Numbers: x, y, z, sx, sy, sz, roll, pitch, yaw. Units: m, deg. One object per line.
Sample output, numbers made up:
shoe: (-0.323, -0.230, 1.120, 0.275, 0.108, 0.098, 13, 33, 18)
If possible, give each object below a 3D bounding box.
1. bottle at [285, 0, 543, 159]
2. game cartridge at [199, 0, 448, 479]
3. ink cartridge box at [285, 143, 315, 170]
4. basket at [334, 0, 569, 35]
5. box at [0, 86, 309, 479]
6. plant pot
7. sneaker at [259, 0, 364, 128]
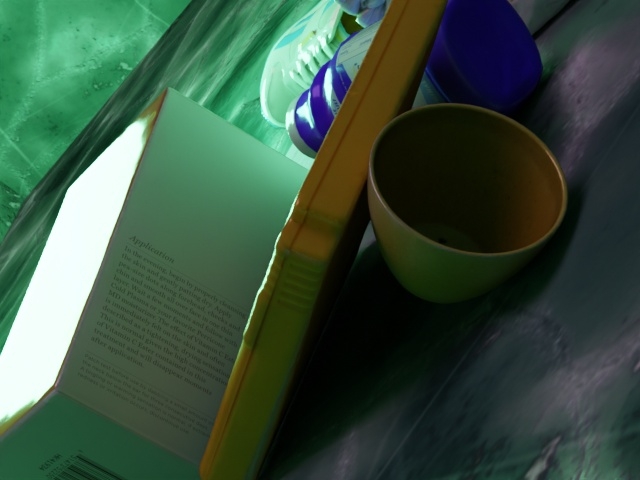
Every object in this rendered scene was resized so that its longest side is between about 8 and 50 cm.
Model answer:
bottle: (0.065, -0.129, 1.561, 0.092, 0.118, 0.283, -41, 12, -30)
game cartridge: (0.000, 0.000, 1.407, 0.323, 0.053, 0.285, 107, -174, -49)
ink cartridge box: (0.034, -0.106, 1.806, 0.223, 0.045, 0.224, -60, 16, -23)
basket: (0.145, -0.370, 1.637, 0.328, 0.266, 0.331, -44, 15, 38)
box: (-0.163, 0.073, 1.671, 0.215, 0.168, 0.345, -39, 26, 46)
plant pot: (0.090, -0.012, 1.253, 0.095, 0.134, 0.134, 105, -173, -49)
sneaker: (0.009, -0.217, 2.089, 0.228, 0.087, 0.092, -51, 15, 17)
